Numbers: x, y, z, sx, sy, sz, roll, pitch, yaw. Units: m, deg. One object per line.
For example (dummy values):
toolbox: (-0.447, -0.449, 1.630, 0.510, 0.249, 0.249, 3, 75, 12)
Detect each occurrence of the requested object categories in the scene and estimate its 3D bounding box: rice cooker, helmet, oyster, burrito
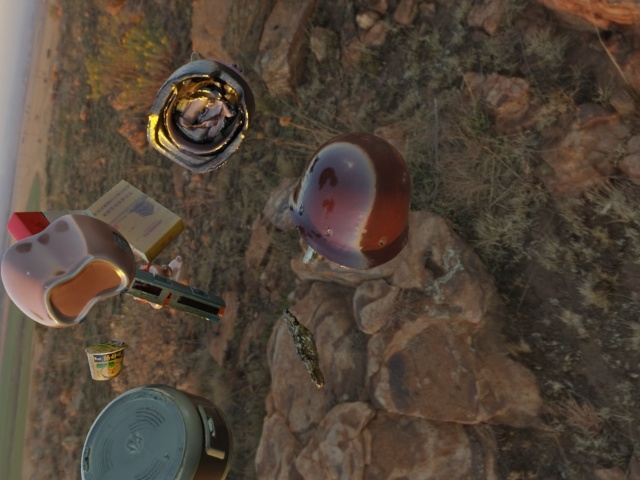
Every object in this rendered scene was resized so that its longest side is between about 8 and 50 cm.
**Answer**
rice cooker: (-0.410, 0.566, 1.164, 0.334, 0.325, 0.336, -5, 61, 9)
helmet: (-0.251, -0.288, 0.958, 0.253, 0.198, 0.154, -32, 35, 43)
oyster: (-0.062, 0.377, 1.574, 0.078, 0.129, 0.345, -35, 49, 6)
burrito: (0.000, 0.000, 1.615, 0.060, 0.086, 0.226, 50, 141, 24)
helmet: (0.097, -0.143, 1.112, 0.385, 0.337, 0.230, -82, 6, -50)

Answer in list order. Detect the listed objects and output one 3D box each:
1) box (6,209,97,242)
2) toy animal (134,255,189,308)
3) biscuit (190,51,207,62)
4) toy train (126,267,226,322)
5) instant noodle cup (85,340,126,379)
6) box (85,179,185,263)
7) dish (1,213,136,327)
box: (-0.491, -0.011, 0.833, 0.100, 0.152, 0.048, 42, 108, 16)
toy animal: (-0.589, 0.152, 1.602, 0.171, 0.197, 0.172, 28, 125, 49)
biscuit: (-0.378, -0.452, 1.357, 0.208, 0.164, 0.047, -52, 33, 9)
toy train: (-0.510, 0.167, 1.433, 0.089, 0.409, 0.086, -61, 30, 3)
instant noodle cup: (-0.874, 0.492, 1.782, 0.151, 0.151, 0.122, 4, 99, 52)
box: (-0.625, -0.067, 1.470, 0.274, 0.174, 0.076, 32, 152, 12)
dish: (-0.418, 0.068, 0.756, 0.090, 0.213, 0.214, 32, 110, 37)
